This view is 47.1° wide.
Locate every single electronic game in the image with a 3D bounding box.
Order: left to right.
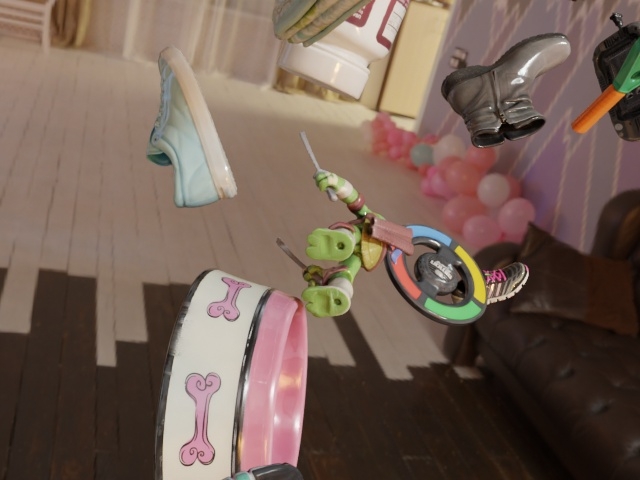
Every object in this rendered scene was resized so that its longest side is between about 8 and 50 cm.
[{"bbox_3d":[0.219,0.062,1.387,0.229,0.048,0.229,19,45,-21],"label":"electronic game"}]

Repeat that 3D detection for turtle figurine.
[{"bbox_3d":[0.000,0.000,1.185,0.275,0.198,0.266,37,21,-2],"label":"turtle figurine"}]

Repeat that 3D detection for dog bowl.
[{"bbox_3d":[-0.116,0.249,1.119,0.150,0.407,0.408,5,20,6],"label":"dog bowl"}]

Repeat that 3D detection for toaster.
[{"bbox_3d":[0.570,-0.281,1.259,0.146,0.227,0.129,-8,-13,-29],"label":"toaster"}]

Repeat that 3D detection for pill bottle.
[{"bbox_3d":[0.070,-0.504,1.499,0.224,0.392,0.224,23,8,-3],"label":"pill bottle"}]

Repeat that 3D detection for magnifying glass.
[{"bbox_3d":[0.457,-0.239,1.080,0.092,0.231,0.026,2,58,-30],"label":"magnifying glass"}]

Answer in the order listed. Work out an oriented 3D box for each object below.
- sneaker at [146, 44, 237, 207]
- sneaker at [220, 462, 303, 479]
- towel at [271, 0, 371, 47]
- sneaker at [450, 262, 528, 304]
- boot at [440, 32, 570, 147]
[{"bbox_3d":[-0.291,-0.229,1.468,0.150,0.135,0.365,-20,67,-5],"label":"sneaker"},{"bbox_3d":[-0.130,0.288,0.782,0.224,0.083,0.098,-22,20,-26],"label":"sneaker"},{"bbox_3d":[0.055,-0.496,1.112,0.090,0.320,0.374,20,-20,-28],"label":"towel"},{"bbox_3d":[0.335,0.084,1.481,0.170,0.074,0.063,-26,36,10],"label":"sneaker"},{"bbox_3d":[0.474,-0.342,1.730,0.338,0.118,0.222,-26,53,1],"label":"boot"}]
